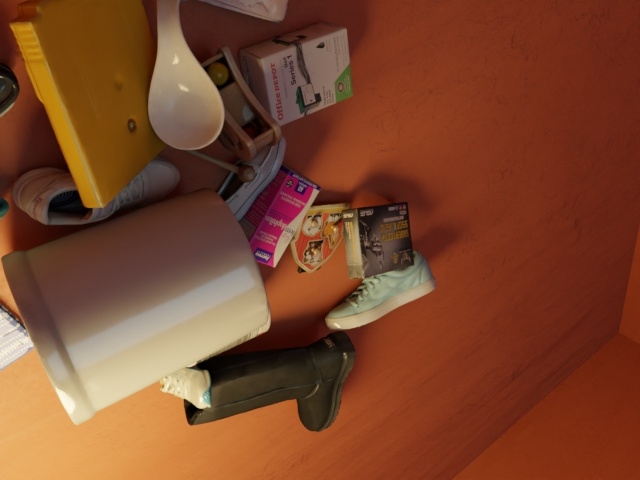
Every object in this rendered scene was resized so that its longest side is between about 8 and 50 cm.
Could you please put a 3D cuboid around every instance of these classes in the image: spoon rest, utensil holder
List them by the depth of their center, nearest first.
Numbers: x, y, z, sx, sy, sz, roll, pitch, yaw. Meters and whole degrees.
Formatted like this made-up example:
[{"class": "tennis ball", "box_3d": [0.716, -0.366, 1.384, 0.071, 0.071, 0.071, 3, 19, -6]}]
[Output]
[{"class": "spoon rest", "box_3d": [-0.249, -0.299, 1.088, 0.137, 0.084, 0.276, -7, 99, 3]}, {"class": "utensil holder", "box_3d": [-0.334, 0.108, 1.156, 0.385, 0.327, 0.328, -23, 128, -22]}]

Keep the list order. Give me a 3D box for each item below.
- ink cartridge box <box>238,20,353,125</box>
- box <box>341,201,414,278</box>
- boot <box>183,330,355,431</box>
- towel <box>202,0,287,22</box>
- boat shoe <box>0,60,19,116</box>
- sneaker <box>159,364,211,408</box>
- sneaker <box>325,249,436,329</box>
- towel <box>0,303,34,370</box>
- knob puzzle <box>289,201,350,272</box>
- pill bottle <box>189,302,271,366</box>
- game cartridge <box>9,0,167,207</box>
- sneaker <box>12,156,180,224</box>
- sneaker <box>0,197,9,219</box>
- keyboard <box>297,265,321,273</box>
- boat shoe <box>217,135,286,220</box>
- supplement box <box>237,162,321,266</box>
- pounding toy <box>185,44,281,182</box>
[{"class": "ink cartridge box", "box_3d": [-0.048, -0.355, 1.313, 0.219, 0.092, 0.160, -29, 130, -25]}, {"class": "box", "box_3d": [0.158, -0.004, 1.652, 0.231, 0.056, 0.183, -9, 94, -46]}, {"class": "boot", "box_3d": [-0.150, 0.429, 1.660, 0.445, 0.146, 0.367, -9, 127, -35]}, {"class": "towel", "box_3d": [-0.157, -0.594, 1.107, 0.317, 0.053, 0.332, -1, 116, -40]}, {"class": "boat shoe", "box_3d": [-0.609, -0.188, 0.935, 0.302, 0.091, 0.114, -40, 135, -15]}, {"class": "sneaker", "box_3d": [-0.314, 0.326, 1.401, 0.092, 0.228, 0.087, -2, 98, -32]}, {"class": "sneaker", "box_3d": [0.159, 0.135, 1.790, 0.366, 0.135, 0.150, -24, 97, -22]}, {"class": "towel", "box_3d": [-0.707, 0.167, 1.105, 0.243, 0.040, 0.336, -39, 134, -15]}, {"class": "knob puzzle", "box_3d": [0.000, 0.000, 1.584, 0.213, 0.030, 0.213, -27, 132, -34]}, {"class": "pill bottle", "box_3d": [-0.270, 0.188, 1.402, 0.283, 0.161, 0.161, -22, 127, -30]}, {"class": "game cartridge", "box_3d": [-0.358, -0.263, 1.027, 0.285, 0.052, 0.324, -64, 151, -50]}, {"class": "sneaker", "box_3d": [-0.394, -0.080, 1.142, 0.305, 0.152, 0.114, -17, 123, -35]}, {"class": "sneaker", "box_3d": [-0.595, -0.083, 0.971, 0.110, 0.107, 0.275, -50, 167, -16]}, {"class": "keyboard", "box_3d": [-0.023, 0.001, 1.601, 0.108, 0.023, 0.180, -7, 119, -45]}, {"class": "boat shoe", "box_3d": [-0.159, -0.144, 1.352, 0.076, 0.083, 0.226, 24, 99, -47]}, {"class": "supplement box", "box_3d": [-0.117, -0.067, 1.416, 0.111, 0.114, 0.220, 23, 101, -47]}, {"class": "pounding toy", "box_3d": [-0.186, -0.222, 1.199, 0.155, 0.154, 0.269, -36, 116, -19]}]
